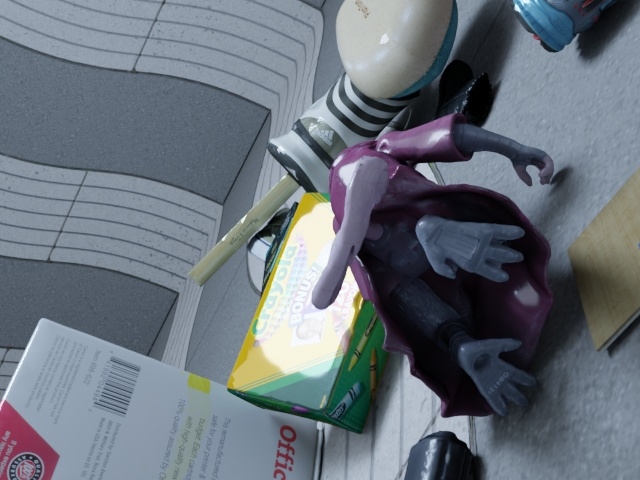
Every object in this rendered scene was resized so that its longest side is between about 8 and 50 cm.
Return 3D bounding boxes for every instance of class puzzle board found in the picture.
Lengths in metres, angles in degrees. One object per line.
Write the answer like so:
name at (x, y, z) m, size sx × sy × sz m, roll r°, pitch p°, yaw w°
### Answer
puzzle board at (0.229, 0.012, 0.679) m, size 0.096 × 0.011 × 0.128 m, roll -56°, pitch 16°, yaw 32°

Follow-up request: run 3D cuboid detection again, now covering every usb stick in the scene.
usb stick at (0.069, 0.289, 0.725) m, size 0.077 × 0.045 × 0.278 m, roll -42°, pitch 27°, yaw 59°

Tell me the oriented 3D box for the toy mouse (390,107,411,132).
toy mouse at (0.116, -0.126, 1.349) m, size 0.143 × 0.031 × 0.161 m, roll -65°, pitch 13°, yaw 2°

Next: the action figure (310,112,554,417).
action figure at (0.064, 0.000, 0.836) m, size 0.248 × 0.275 × 0.370 m, roll -67°, pitch 25°, yaw 20°

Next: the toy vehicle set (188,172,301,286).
toy vehicle set at (-0.137, -0.028, 1.728) m, size 0.267 × 0.035 × 0.166 m, roll -45°, pitch 4°, yaw 8°

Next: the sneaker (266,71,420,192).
sneaker at (0.058, -0.180, 1.504) m, size 0.257 × 0.169 × 0.447 m, roll -43°, pitch 2°, yaw 1°

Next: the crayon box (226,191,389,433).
crayon box at (0.013, 0.080, 1.107) m, size 0.165 × 0.081 × 0.279 m, roll 4°, pitch 66°, yaw 42°

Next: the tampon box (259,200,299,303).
tampon box at (-0.024, 0.039, 1.446) m, size 0.120 × 0.101 × 0.161 m, roll -59°, pitch 15°, yaw 27°

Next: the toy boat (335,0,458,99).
toy boat at (0.156, -0.325, 1.213) m, size 0.318 × 0.148 × 0.268 m, roll -50°, pitch 29°, yaw 24°

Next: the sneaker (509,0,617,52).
sneaker at (0.279, -0.310, 0.950) m, size 0.125 × 0.104 × 0.262 m, roll -29°, pitch 38°, yaw 40°

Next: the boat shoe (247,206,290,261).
boat shoe at (-0.077, -0.008, 1.750) m, size 0.094 × 0.109 × 0.302 m, roll -62°, pitch 10°, yaw 6°

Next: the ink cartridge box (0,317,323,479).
ink cartridge box at (-0.211, 0.300, 1.078) m, size 0.279 × 0.384 × 0.160 m, roll -81°, pitch 17°, yaw -51°

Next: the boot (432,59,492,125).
boot at (0.186, -0.190, 1.158) m, size 0.099 × 0.045 × 0.121 m, roll 152°, pitch 138°, yaw -69°
